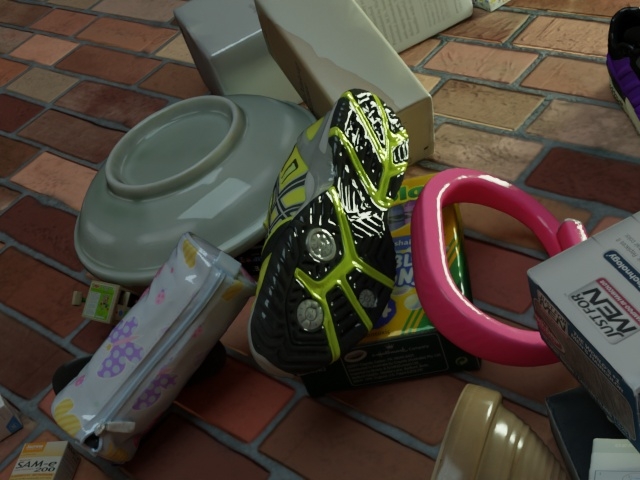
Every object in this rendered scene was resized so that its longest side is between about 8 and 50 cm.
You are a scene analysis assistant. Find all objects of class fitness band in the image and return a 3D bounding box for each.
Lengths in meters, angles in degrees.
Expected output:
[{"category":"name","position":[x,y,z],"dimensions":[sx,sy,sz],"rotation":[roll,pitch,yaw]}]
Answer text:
[{"category":"fitness band","position":[0.204,0.023,1.053],"dimensions":[0.209,0.054,0.290],"rotation":[13,40,-10]}]

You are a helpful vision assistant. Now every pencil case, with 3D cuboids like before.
[{"category":"pencil case","position":[-0.188,0.121,1.082],"dimensions":[0.113,0.124,0.273],"rotation":[38,89,4]}]

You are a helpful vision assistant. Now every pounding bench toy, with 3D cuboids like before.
[{"category":"pounding bench toy","position":[-0.286,0.086,1.279],"dimensions":[0.083,0.065,0.052],"rotation":[8,80,32]}]

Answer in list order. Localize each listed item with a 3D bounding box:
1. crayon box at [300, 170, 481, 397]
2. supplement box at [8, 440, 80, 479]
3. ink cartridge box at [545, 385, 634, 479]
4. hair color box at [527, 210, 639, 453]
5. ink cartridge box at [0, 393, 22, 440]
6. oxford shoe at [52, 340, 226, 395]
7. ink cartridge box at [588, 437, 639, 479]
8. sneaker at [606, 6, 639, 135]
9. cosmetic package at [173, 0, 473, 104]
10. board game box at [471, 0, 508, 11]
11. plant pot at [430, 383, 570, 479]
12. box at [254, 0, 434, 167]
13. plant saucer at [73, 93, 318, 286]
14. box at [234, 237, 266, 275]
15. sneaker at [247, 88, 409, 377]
[{"category":"crayon box","position":[0.076,0.029,1.167],"dimensions":[0.203,0.083,0.323],"rotation":[-12,39,12]},{"category":"supplement box","position":[-0.327,0.283,1.096],"dimensions":[0.062,0.036,0.098],"rotation":[-7,40,17]},{"category":"ink cartridge box","position":[0.325,0.248,0.813],"dimensions":[0.165,0.065,0.332],"rotation":[-19,40,3]},{"category":"hair color box","position":[0.386,0.032,0.864],"dimensions":[0.347,0.105,0.174],"rotation":[-27,41,-5]},{"category":"ink cartridge box","position":[-0.425,0.236,1.188],"dimensions":[0.083,0.048,0.028],"rotation":[-33,40,-11]},{"category":"oxford shoe","position":[-0.220,0.152,1.180],"dimensions":[0.212,0.076,0.076],"rotation":[-9,0,1]},{"category":"ink cartridge box","position":[0.337,0.238,0.723],"dimensions":[0.275,0.060,0.239],"rotation":[-4,17,22]},{"category":"sneaker","position":[0.444,-0.211,1.222],"dimensions":[0.102,0.146,0.293],"rotation":[-21,38,1]},{"category":"cosmetic package","position":[0.003,-0.391,1.626],"dimensions":[0.453,0.161,0.230],"rotation":[-27,39,-7]},{"category":"board game box","position":[0.290,-0.459,1.678],"dimensions":[0.103,0.026,0.154],"rotation":[-33,40,-14]},{"category":"plant pot","position":[0.145,0.246,0.776],"dimensions":[0.110,0.237,0.237],"rotation":[13,48,15]},{"category":"box","position":[0.033,-0.244,1.375],"dimensions":[0.121,0.148,0.311],"rotation":[-29,60,-7]},{"category":"plant saucer","position":[-0.194,-0.108,1.361],"dimensions":[0.401,0.100,0.400],"rotation":[-17,37,13]},{"category":"box","position":[-0.092,-0.042,1.352],"dimensions":[0.175,0.051,0.220],"rotation":[-7,40,18]},{"category":"sneaker","position":[0.000,0.000,1.094],"dimensions":[0.147,0.145,0.384],"rotation":[-32,28,46]}]
